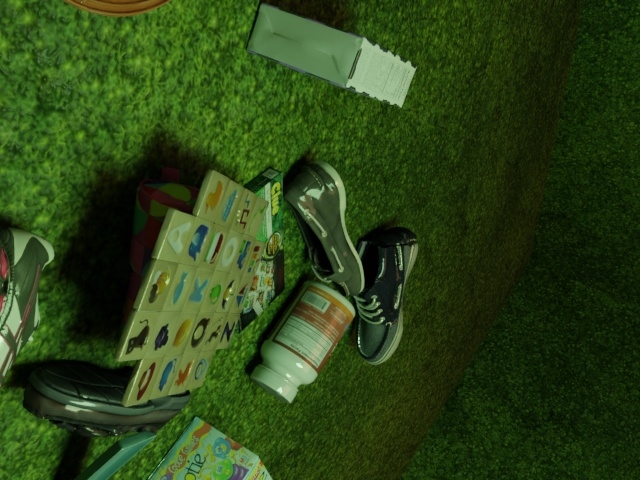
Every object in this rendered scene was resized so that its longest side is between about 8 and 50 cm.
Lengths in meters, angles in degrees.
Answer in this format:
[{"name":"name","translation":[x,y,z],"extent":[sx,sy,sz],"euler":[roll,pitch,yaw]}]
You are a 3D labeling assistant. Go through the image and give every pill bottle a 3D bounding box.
[{"name":"pill bottle","translation":[-0.037,0.193,1.309],"extent":[0.216,0.121,0.121],"euler":[-56,153,-19]}]

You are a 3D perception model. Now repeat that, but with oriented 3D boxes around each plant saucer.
[{"name":"plant saucer","translation":[-0.300,0.313,0.926],"extent":[0.192,0.018,0.067],"euler":[-43,162,23]}]

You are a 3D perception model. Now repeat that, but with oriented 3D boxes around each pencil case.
[{"name":"pencil case","translation":[-0.199,0.034,0.882],"extent":[0.104,0.104,0.236],"euler":[-20,129,-57]}]

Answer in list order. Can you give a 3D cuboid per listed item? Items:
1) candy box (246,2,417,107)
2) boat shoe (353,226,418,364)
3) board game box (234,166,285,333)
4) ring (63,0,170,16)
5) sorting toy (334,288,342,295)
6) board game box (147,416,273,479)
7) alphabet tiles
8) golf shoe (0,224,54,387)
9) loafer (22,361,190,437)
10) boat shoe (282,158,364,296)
[{"name":"candy box","translation":[0.022,-0.256,0.970],"extent":[0.196,0.165,0.070],"euler":[-6,119,-62]},{"name":"boat shoe","translation":[0.116,0.136,1.578],"extent":[0.158,0.127,0.340],"euler":[-9,112,-53]},{"name":"board game box","translation":[-0.108,0.021,1.127],"extent":[0.136,0.030,0.259],"euler":[-40,145,-38]},{"name":"ring","translation":[-0.171,-0.379,0.646],"extent":[0.336,0.032,0.336],"euler":[-43,146,-38]},{"name":"sorting toy","translation":[0.029,0.143,1.485],"extent":[0.102,0.042,0.061],"euler":[-11,122,-60]},{"name":"board game box","translation":[-0.177,0.458,1.245],"extent":[0.144,0.142,0.275],"euler":[-53,152,-25]},{"name":"alphabet tiles","translation":[-0.150,0.064,0.887],"extent":[0.342,0.011,0.285],"euler":[28,82,-77]},{"name":"golf shoe","translation":[-0.337,0.117,0.685],"extent":[0.272,0.105,0.120],"euler":[-69,162,8]},{"name":"loafer","translation":[-0.274,0.225,0.902],"extent":[0.095,0.109,0.302],"euler":[-61,158,-1]},{"name":"boat shoe","translation":[0.000,0.000,1.244],"extent":[0.096,0.112,0.335],"euler":[-35,139,-18]}]
